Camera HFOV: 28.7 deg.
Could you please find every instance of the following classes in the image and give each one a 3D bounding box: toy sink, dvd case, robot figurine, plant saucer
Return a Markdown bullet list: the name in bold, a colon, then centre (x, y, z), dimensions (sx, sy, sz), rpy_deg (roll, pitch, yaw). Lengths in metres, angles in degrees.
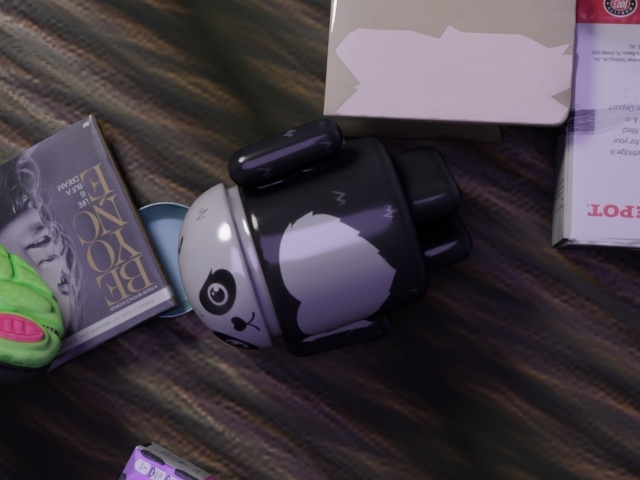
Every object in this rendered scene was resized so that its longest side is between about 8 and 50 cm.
- **toy sink**: centre (0.131, -0.180, 1.239), dimensions (0.234, 0.131, 0.153), rpy_deg (2, 85, 10)
- **dvd case**: centre (-0.261, 0.004, 1.295), dimensions (0.164, 0.018, 0.221), rpy_deg (-27, 81, 11)
- **robot figurine**: centre (0.001, 0.003, 1.207), dimensions (0.278, 0.173, 0.209), rpy_deg (-17, 86, -1)
- **plant saucer**: centre (-0.160, 0.021, 1.299), dimensions (0.119, 0.021, 0.119), rpy_deg (0, 85, 4)

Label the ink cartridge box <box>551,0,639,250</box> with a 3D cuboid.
- **ink cartridge box**: centre (0.333, -0.122, 1.224), dimensions (0.197, 0.114, 0.273), rpy_deg (3, 84, 4)

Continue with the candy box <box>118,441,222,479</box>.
- **candy box**: centre (-0.130, 0.320, 1.245), dimensions (0.196, 0.070, 0.165), rpy_deg (27, 87, 7)

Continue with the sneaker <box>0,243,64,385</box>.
- **sneaker**: centre (-0.477, 0.102, 1.250), dimensions (0.482, 0.185, 0.202), rpy_deg (0, 121, 12)
